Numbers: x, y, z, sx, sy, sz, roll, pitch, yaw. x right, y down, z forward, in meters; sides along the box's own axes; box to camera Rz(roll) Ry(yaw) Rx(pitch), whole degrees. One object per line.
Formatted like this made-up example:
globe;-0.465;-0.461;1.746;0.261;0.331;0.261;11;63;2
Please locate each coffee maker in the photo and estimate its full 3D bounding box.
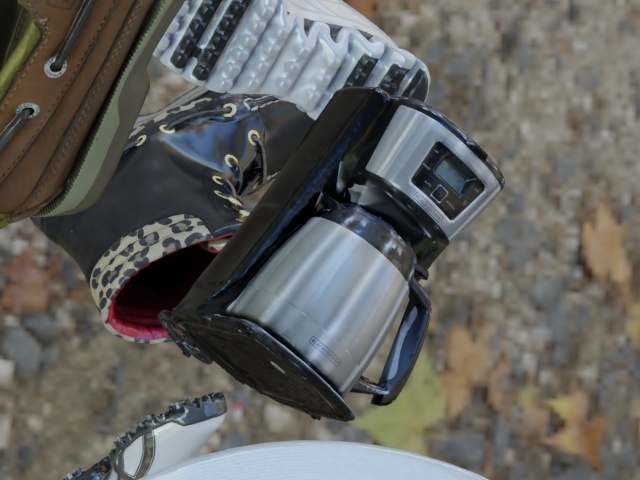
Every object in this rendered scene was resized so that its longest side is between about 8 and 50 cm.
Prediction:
coffee maker;0.000;0.000;1.170;0.178;0.171;0.120;-53;138;-16

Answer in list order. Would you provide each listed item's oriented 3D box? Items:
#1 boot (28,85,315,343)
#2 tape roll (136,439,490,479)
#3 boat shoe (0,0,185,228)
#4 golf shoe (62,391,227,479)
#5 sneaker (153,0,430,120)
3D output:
boot;-0.095;-0.042;1.955;0.377;0.284;0.138;-15;124;-16
tape roll;0.001;0.284;0.902;0.072;0.392;0.392;104;9;-65
boat shoe;-0.116;-0.134;0.853;0.104;0.111;0.307;-12;128;-45
golf shoe;-0.127;0.189;1.511;0.094;0.198;0.077;57;32;11
sneaker;-0.048;-0.179;1.625;0.292;0.118;0.110;24;117;-31
